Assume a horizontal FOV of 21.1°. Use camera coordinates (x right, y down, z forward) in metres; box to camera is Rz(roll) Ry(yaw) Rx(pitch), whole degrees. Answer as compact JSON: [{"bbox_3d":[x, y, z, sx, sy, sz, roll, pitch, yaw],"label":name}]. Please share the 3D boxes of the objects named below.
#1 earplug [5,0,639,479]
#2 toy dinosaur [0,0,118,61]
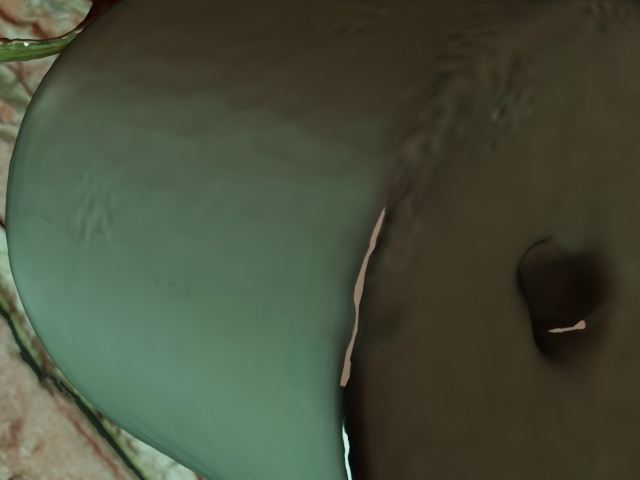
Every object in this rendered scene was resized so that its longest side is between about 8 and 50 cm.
[{"bbox_3d":[0.000,0.000,0.966,0.394,0.313,0.312,17,97,46],"label":"earplug"},{"bbox_3d":[-0.137,-0.225,1.123,0.327,0.206,0.113,-44,112,0],"label":"toy dinosaur"}]
